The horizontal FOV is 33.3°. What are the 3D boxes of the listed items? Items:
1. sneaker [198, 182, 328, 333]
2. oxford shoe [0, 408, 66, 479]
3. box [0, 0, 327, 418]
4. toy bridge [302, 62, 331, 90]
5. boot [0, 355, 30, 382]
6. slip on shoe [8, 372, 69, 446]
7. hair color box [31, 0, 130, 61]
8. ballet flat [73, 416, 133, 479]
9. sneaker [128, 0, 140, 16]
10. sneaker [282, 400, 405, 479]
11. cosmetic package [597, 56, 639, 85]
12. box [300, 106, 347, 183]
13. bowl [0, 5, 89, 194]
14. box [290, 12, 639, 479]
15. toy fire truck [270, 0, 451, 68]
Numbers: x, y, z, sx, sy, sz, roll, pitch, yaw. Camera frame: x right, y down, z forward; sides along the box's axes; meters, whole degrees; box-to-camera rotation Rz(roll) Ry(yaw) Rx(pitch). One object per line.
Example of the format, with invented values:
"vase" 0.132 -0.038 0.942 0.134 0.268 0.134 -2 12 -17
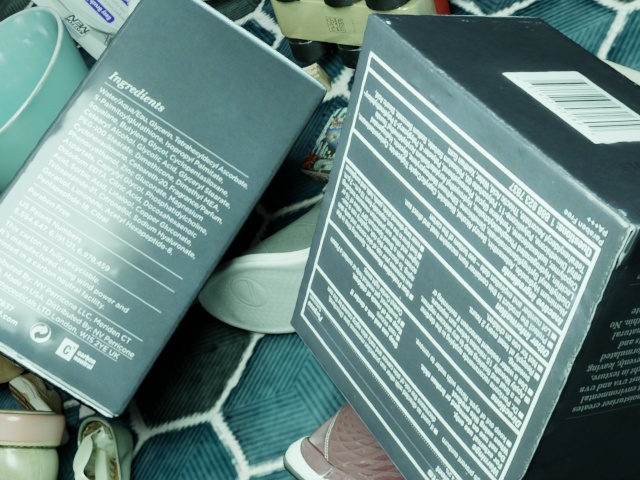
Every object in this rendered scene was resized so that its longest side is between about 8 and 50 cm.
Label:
"sneaker" 0.000 0.000 1.142 0.295 0.104 0.147 -23 30 35
"oxford shoe" -0.442 0.274 1.264 0.397 0.140 0.146 -12 74 48
"box" -0.207 -0.029 1.157 0.395 0.212 0.293 -59 7 -14
"toy bridge" -0.081 -0.180 1.377 0.188 0.063 0.026 -24 45 24
"boot" -0.362 0.118 1.374 0.305 0.112 0.115 -13 80 28
"slip on shoe" -0.332 0.200 1.299 0.041 0.051 0.135 -27 33 -28
"hair color box" -0.279 -0.450 1.679 0.339 0.185 0.110 -37 41 11
"ballet flat" -0.233 0.279 1.126 0.072 0.068 0.213 -31 42 18
"sneaker" -0.189 -0.274 1.537 0.152 0.114 0.305 -25 47 4
"sneaker" 0.093 0.189 0.892 0.162 0.106 0.281 -50 39 -9
"cosmetic package" 0.271 -0.049 0.924 0.160 0.113 0.309 -48 40 -3
"box" 0.050 -0.105 1.229 0.137 0.027 0.094 13 68 46
"bowl" -0.455 -0.186 1.630 0.311 0.163 0.311 -22 46 25
"box" 0.142 0.024 0.799 0.296 0.182 0.294 50 135 43
"toy fire truck" 0.079 -0.345 1.322 0.217 0.158 0.246 14 49 36
